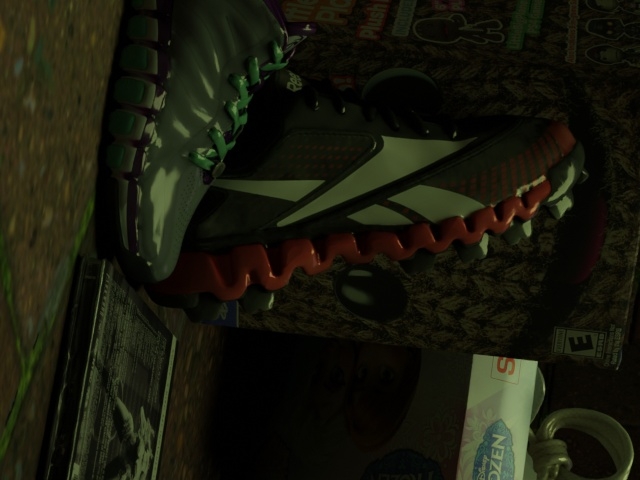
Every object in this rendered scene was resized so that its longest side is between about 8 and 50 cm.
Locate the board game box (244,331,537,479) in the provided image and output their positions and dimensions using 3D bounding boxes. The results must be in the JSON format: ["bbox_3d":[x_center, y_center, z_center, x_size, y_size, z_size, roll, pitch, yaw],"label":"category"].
[{"bbox_3d":[0.057,0.088,1.501,0.319,0.066,0.318,-13,-115,58],"label":"board game box"}]

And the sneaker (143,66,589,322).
[{"bbox_3d":[0.022,-0.046,1.095,0.097,0.276,0.135,-131,-150,-74],"label":"sneaker"}]

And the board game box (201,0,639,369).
[{"bbox_3d":[0.071,-0.059,1.251,0.141,0.291,0.232,-76,169,-54],"label":"board game box"}]

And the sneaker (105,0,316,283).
[{"bbox_3d":[-0.056,-0.084,1.001,0.083,0.098,0.223,-14,111,-82],"label":"sneaker"}]

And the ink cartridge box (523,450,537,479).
[{"bbox_3d":[0.097,0.307,1.854,0.272,0.130,0.309,-42,150,5],"label":"ink cartridge box"}]

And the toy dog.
[{"bbox_3d":[0.115,0.116,1.642,0.333,0.220,0.161,55,-9,25],"label":"toy dog"}]

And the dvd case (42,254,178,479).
[{"bbox_3d":[-0.117,0.113,1.040,0.221,0.018,0.164,66,30,-74],"label":"dvd case"}]
